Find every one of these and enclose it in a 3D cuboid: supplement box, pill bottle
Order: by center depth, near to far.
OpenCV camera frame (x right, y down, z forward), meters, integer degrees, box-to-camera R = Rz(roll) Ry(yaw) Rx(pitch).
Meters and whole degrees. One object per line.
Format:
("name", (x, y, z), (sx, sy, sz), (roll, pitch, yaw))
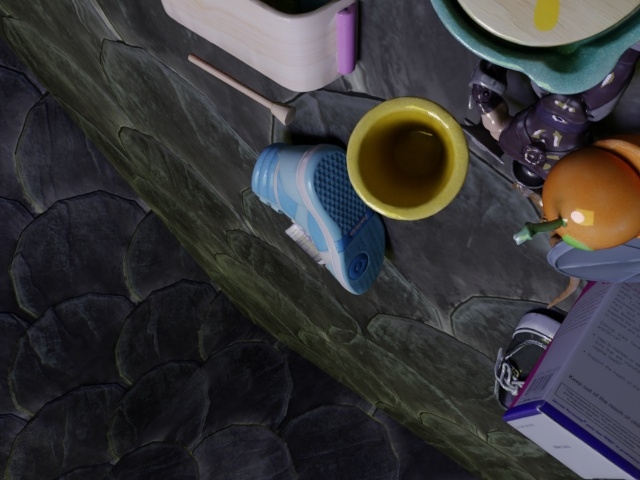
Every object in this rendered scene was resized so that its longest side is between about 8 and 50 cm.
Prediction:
("supplement box", (0.317, 0.134, 0.602), (0.113, 0.220, 0.111), (35, 162, 13))
("pill bottle", (0.000, 0.000, 1.154), (0.137, 0.078, 0.078), (44, 162, -8))

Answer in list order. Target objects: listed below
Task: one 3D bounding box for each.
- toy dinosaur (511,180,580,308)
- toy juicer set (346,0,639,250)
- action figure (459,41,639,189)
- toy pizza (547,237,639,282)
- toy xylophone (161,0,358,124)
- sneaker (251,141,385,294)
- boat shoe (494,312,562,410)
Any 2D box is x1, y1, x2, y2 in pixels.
("toy dinosaur", (0.292, 0.007, 0.642), (0.212, 0.064, 0.112), (60, 174, -23))
("toy juicer set", (0.152, -0.142, 0.267), (0.209, 0.329, 0.089), (21, -162, 12))
("action figure", (0.207, -0.121, 0.444), (0.185, 0.099, 0.285), (27, 162, 17))
("toy pizza", (0.308, 0.000, 0.487), (0.201, 0.032, 0.201), (2, 163, 1))
("toy xylophone", (-0.100, -0.284, 0.692), (0.322, 0.081, 0.236), (38, 162, 9))
("sneaker", (-0.009, -0.050, 0.992), (0.208, 0.127, 0.319), (21, 144, 41))
("boat shoe", (0.347, 0.221, 0.925), (0.113, 0.105, 0.306), (34, 161, 19))
